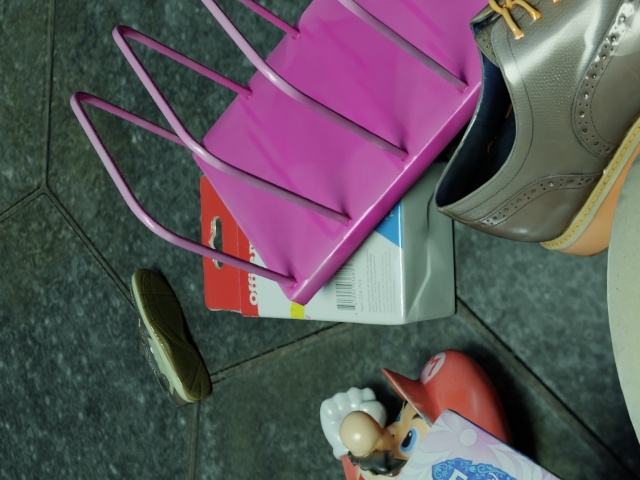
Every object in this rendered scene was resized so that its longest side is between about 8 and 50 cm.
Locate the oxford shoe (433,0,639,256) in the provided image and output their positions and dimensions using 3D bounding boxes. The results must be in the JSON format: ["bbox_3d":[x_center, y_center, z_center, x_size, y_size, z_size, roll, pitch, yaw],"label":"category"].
[{"bbox_3d":[0.175,-0.145,0.648,0.130,0.133,0.363,-104,26,-56],"label":"oxford shoe"}]

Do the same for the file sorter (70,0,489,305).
[{"bbox_3d":[-0.023,-0.139,0.772,0.290,0.182,0.202,-49,50,15],"label":"file sorter"}]

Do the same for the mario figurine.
[{"bbox_3d":[0.021,0.220,0.807,0.198,0.170,0.320,33,92,33],"label":"mario figurine"}]

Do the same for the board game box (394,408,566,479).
[{"bbox_3d":[0.225,0.248,0.589,0.318,0.318,0.066,30,79,36],"label":"board game box"}]

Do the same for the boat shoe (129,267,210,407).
[{"bbox_3d":[-0.168,0.104,1.073,0.049,0.056,0.152,-34,73,32],"label":"boat shoe"}]

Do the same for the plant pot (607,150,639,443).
[{"bbox_3d":[0.307,0.036,0.486,0.191,0.284,0.284,-25,78,53],"label":"plant pot"}]

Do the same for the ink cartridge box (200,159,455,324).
[{"bbox_3d":[0.000,0.000,0.903,0.231,0.078,0.134,0,93,41],"label":"ink cartridge box"}]
